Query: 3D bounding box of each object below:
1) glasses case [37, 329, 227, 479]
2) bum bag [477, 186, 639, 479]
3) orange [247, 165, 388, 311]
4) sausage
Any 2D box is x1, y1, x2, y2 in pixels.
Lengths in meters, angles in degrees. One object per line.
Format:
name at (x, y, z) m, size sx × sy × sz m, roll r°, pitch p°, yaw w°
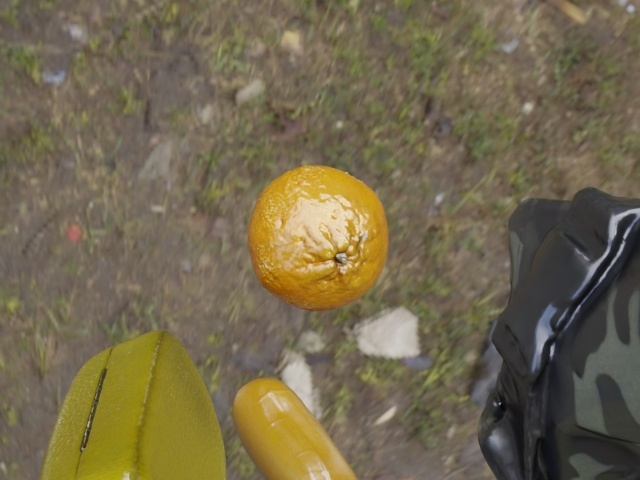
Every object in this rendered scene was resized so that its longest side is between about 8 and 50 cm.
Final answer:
glasses case at (-0.176, 0.226, 1.335) m, size 0.141 × 0.371 × 0.173 m, roll -25°, pitch 107°, yaw 7°
bum bag at (0.160, 0.036, 0.512) m, size 0.095 × 0.340 × 0.144 m, roll -6°, pitch 85°, yaw -28°
orange at (0.002, 0.000, 1.328) m, size 0.135 × 0.135 × 0.117 m, roll -45°, pitch 41°, yaw -18°
sausage at (-0.016, 0.292, 1.842) m, size 0.112 × 0.112 × 0.328 m, roll -25°, pitch 37°, yaw -15°
